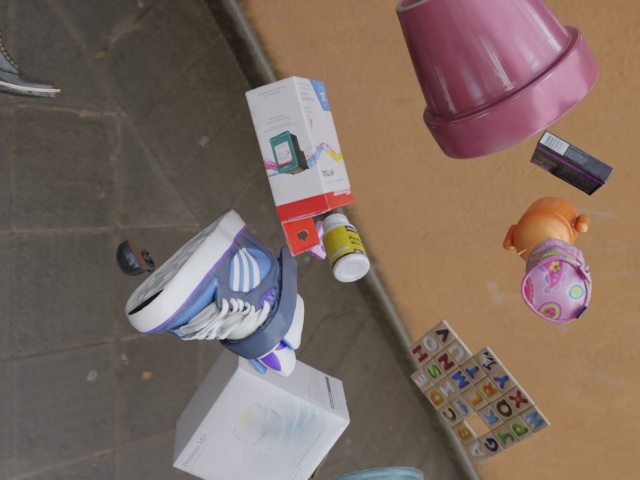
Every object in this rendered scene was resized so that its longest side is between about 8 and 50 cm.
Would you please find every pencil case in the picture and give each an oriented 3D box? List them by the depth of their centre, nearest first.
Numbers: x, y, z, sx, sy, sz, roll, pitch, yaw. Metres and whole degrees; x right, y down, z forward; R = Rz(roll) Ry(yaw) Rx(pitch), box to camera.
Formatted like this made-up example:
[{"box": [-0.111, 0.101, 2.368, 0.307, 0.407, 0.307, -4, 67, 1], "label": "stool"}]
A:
[{"box": [0.434, 0.069, 1.441, 0.284, 0.124, 0.124, -20, 111, -73], "label": "pencil case"}]

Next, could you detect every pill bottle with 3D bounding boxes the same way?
[{"box": [0.039, 0.010, 1.365, 0.065, 0.065, 0.116, 42, 20, -46], "label": "pill bottle"}]

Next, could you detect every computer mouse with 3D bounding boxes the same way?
[{"box": [-0.366, 0.041, 1.558, 0.041, 0.242, 0.071, -30, 88, -4], "label": "computer mouse"}]

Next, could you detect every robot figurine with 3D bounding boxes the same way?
[{"box": [0.494, -0.019, 1.724, 0.219, 0.158, 0.128, -37, 146, -57], "label": "robot figurine"}]

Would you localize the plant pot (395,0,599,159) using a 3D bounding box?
[{"box": [0.185, -0.221, 0.896, 0.180, 0.201, 0.201, 55, 52, -21], "label": "plant pot"}]

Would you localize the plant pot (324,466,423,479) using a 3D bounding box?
[{"box": [0.099, 0.701, 1.665, 0.341, 0.341, 0.334, 30, 38, -49], "label": "plant pot"}]

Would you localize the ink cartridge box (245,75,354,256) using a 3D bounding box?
[{"box": [-0.019, -0.105, 1.104, 0.134, 0.078, 0.231, -25, 100, -71], "label": "ink cartridge box"}]

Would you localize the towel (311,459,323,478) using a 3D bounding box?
[{"box": [0.003, 0.532, 1.907, 0.083, 0.009, 0.060, -48, 161, -50], "label": "towel"}]

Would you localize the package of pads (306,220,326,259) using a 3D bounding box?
[{"box": [0.000, 0.000, 1.897, 0.050, 0.032, 0.083, 34, 69, -35], "label": "package of pads"}]

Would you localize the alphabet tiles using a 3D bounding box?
[{"box": [0.254, 0.255, 1.354, 0.009, 0.198, 0.237, -28, 75, -40], "label": "alphabet tiles"}]

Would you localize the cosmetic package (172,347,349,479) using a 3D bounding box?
[{"box": [-0.106, 0.317, 1.380, 0.224, 0.138, 0.224, 29, 107, -15], "label": "cosmetic package"}]

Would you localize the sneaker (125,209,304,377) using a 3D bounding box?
[{"box": [-0.109, 0.104, 1.061, 0.236, 0.130, 0.323, 54, 19, -10], "label": "sneaker"}]

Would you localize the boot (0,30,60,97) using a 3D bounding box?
[{"box": [-0.597, -0.349, 1.510, 0.198, 0.077, 0.137, 5, 91, -31], "label": "boot"}]

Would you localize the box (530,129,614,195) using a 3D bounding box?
[{"box": [0.390, -0.119, 1.234, 0.029, 0.116, 0.162, -58, 169, 1], "label": "box"}]
